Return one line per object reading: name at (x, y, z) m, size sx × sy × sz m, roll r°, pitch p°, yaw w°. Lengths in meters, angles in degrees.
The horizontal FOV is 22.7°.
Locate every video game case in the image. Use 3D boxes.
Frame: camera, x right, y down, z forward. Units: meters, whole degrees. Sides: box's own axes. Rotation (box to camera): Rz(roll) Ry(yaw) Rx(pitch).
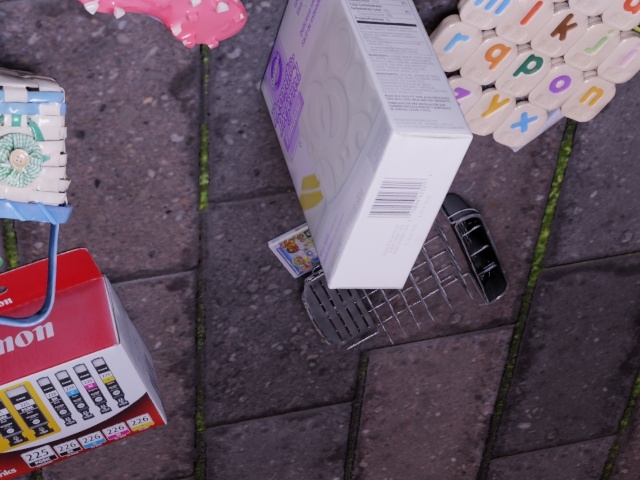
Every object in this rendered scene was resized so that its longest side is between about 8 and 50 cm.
video game case at (0.000, 0.000, 2.156) m, size 0.122 × 0.011 × 0.087 m, roll -27°, pitch 141°, yaw 9°

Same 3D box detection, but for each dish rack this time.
dish rack at (0.113, 0.059, 2.208) m, size 0.271 × 0.074 × 0.208 m, roll -30°, pitch 140°, yaw 0°

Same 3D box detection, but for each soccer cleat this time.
soccer cleat at (-0.176, -0.274, 1.720) m, size 0.083 × 0.095 × 0.248 m, roll -41°, pitch 151°, yaw 30°

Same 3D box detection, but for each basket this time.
basket at (-0.402, -0.050, 1.736) m, size 0.255 × 0.201 × 0.289 m, roll 3°, pitch 107°, yaw -28°

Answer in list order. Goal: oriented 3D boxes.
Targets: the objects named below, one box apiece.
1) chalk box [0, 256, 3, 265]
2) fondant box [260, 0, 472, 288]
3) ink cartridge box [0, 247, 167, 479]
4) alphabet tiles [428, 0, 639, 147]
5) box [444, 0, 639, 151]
chalk box at (-0.520, 0.079, 1.897) m, size 0.289 × 0.179 × 0.180 m, roll -25°, pitch 142°, yaw 6°
fondant box at (0.040, -0.144, 1.751) m, size 0.096 × 0.330 × 0.238 m, roll 1°, pitch 137°, yaw -21°
ink cartridge box at (-0.397, 0.177, 2.102) m, size 0.309 × 0.130 × 0.272 m, roll -20°, pitch 140°, yaw 1°
alphabet tiles at (0.264, -0.229, 1.920) m, size 0.284 × 0.021 × 0.278 m, roll 16°, pitch 129°, yaw -34°
box at (0.285, -0.224, 1.987) m, size 0.233 × 0.044 × 0.159 m, roll -37°, pitch 137°, yaw 20°
